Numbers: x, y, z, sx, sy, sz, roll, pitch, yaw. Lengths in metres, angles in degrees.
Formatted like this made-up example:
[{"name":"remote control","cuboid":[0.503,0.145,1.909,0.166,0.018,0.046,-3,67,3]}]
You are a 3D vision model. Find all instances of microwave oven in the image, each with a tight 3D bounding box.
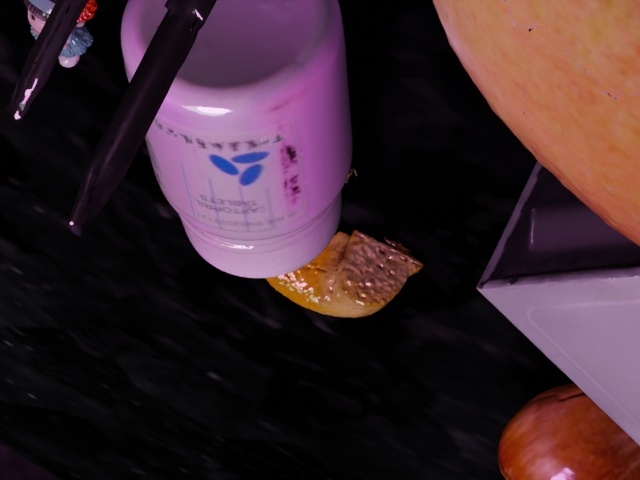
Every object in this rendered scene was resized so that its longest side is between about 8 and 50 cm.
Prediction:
[{"name":"microwave oven","cuboid":[0.289,0.008,0.913,0.237,0.181,0.295,43,151,-27]}]

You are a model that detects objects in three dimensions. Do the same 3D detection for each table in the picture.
[{"name":"table","cuboid":[-0.110,-0.166,0.713,0.317,0.249,0.317,37,-177,-3]}]

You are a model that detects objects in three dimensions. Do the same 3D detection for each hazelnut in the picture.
[{"name":"hazelnut","cuboid":[0.245,0.200,1.386,0.150,0.150,0.150,22,155,11]}]

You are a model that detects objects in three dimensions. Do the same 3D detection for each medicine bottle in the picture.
[{"name":"medicine bottle","cuboid":[-0.053,-0.085,1.105,0.152,0.152,0.254,21,153,14]}]

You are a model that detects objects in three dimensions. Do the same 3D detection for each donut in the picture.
[{"name":"donut","cuboid":[-0.010,-0.001,1.318,0.146,0.078,0.181,1,144,38]}]

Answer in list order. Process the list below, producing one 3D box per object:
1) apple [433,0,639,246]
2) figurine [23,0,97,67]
[{"name":"apple","cuboid":[0.199,-0.114,0.480,0.319,0.319,0.277,56,-176,-47]},{"name":"figurine","cuboid":[-0.202,-0.171,1.212,0.060,0.047,0.106,33,158,7]}]
